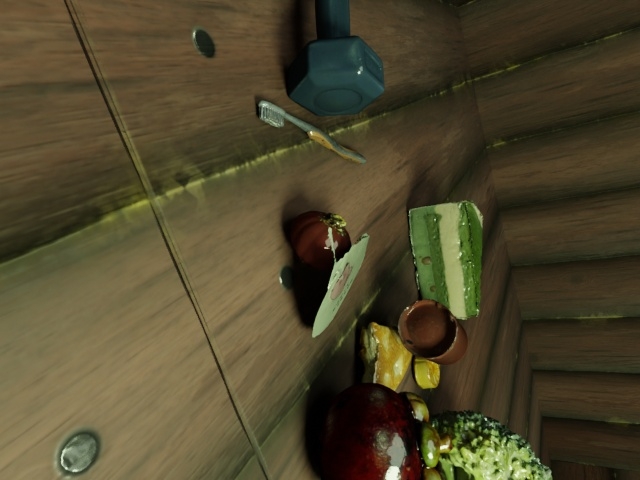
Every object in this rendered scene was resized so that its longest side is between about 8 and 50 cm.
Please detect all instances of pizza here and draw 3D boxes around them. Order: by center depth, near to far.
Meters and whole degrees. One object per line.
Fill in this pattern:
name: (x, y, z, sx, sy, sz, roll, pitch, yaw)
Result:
pizza: (0.108, 0.218, 0.783, 0.182, 0.062, 0.162, -41, 124, -47)

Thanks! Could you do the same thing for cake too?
cake: (0.246, 0.303, 0.983, 0.084, 0.044, 0.084, 23, 62, -54)
cake: (0.340, 0.049, 1.088, 0.172, 0.157, 0.284, -4, 87, -59)

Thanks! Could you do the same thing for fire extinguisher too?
fire extinguisher: (0.237, 0.192, 0.891, 0.147, 0.106, 0.337, 45, 3, 29)

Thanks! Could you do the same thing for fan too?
fan: (0.027, 0.045, 0.580, 0.182, 0.010, 0.310, -60, 165, -14)

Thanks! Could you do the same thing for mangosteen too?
mangosteen: (0.093, 0.301, 0.609, 0.199, 0.199, 0.200, 19, 67, -54)

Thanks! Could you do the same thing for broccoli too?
broccoli: (0.296, 0.535, 0.864, 0.396, 0.275, 0.353, -15, 61, -20)

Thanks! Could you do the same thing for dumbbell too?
dumbbell: (0.020, -0.378, 0.701, 0.144, 0.160, 0.326, 3, 79, -25)

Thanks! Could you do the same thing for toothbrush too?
toothbrush: (0.002, -0.177, 0.736, 0.320, 0.023, 0.031, 6, 85, -56)

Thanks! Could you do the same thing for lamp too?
lamp: (0.000, 0.000, 0.632, 0.101, 0.090, 0.101, 33, 20, -13)
